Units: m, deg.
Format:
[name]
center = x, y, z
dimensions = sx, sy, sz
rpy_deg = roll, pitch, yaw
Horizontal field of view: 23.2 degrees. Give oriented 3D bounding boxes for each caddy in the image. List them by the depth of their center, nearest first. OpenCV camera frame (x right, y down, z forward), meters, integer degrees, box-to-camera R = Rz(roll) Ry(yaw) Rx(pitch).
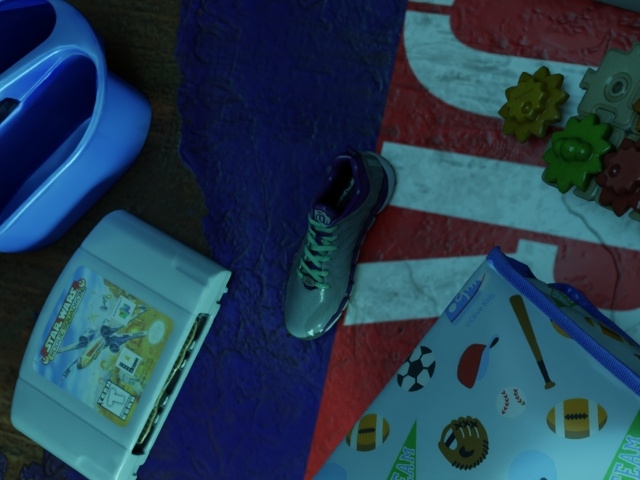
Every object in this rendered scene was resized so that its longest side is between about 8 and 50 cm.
[caddy]
center = -0.373, -0.136, 1.865
dimensions = 0.341, 0.179, 0.241
rpy_deg = -44, 68, 14

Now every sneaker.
[sneaker]
center = 0.000, 0.000, 1.706
dimensions = 0.083, 0.098, 0.223
rpy_deg = 23, 93, 27

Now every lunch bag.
[lunch bag]
center = 0.237, 0.257, 1.479
dimensions = 0.385, 0.239, 0.328
rpy_deg = 43, 103, 34

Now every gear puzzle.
[gear puzzle]
center = 0.294, -0.119, 1.546
dimensions = 0.339, 0.044, 0.175
rpy_deg = 28, 91, 51

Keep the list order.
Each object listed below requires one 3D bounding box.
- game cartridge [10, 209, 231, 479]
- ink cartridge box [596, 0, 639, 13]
[game cartridge]
center = -0.246, 0.125, 1.837
dimensions = 0.198, 0.062, 0.297
rpy_deg = 28, 95, 22
[ink cartridge box]
center = 0.312, -0.396, 1.596
dimensions = 0.211, 0.121, 0.289
rpy_deg = 22, 92, 27
